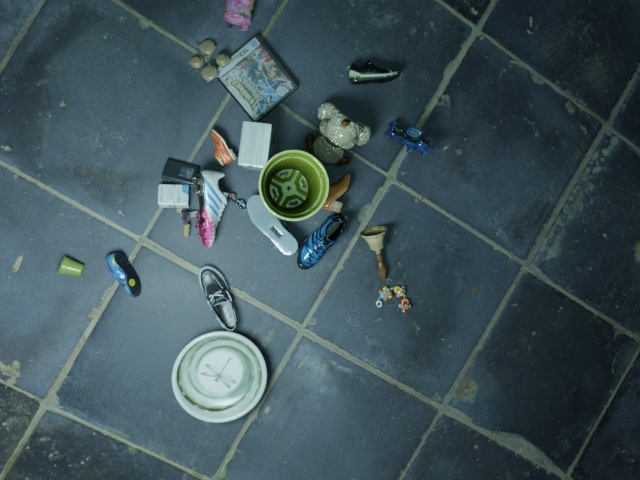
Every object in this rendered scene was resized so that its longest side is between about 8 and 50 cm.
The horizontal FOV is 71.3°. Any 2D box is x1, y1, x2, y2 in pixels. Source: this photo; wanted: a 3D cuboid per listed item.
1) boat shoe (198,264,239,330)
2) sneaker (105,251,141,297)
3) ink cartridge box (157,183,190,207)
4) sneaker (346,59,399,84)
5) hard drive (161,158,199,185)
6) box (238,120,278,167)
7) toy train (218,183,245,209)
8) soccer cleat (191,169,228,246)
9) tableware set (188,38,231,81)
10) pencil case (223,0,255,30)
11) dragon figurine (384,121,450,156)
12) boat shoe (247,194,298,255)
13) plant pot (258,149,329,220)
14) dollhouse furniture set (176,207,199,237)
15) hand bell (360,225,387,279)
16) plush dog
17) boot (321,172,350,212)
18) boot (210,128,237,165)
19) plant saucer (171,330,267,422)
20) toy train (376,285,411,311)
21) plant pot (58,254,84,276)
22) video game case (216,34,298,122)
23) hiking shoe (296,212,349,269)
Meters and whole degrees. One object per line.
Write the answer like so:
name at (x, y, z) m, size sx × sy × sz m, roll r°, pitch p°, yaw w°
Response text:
boat shoe at (-0.438, 0.249, 1.916) m, size 0.108 × 0.102 × 0.301 m, roll -21°, pitch 97°, yaw -7°
sneaker at (-0.831, 0.148, 1.875) m, size 0.082 × 0.069 × 0.209 m, roll -16°, pitch 108°, yaw 25°
ink cartridge box at (-0.615, -0.186, 1.874) m, size 0.122 × 0.052 × 0.089 m, roll 1°, pitch 76°, yaw -10°
sneaker at (0.233, -0.748, 1.960) m, size 0.234 × 0.084 × 0.097 m, roll -7°, pitch 94°, yaw -8°
hard drive at (-0.587, -0.286, 1.874) m, size 0.135 × 0.022 × 0.094 m, roll 14°, pitch 61°, yaw -10°
box at (-0.256, -0.386, 1.853) m, size 0.118 × 0.181 × 0.182 m, roll 8°, pitch 94°, yaw 3°
toy train at (-0.386, -0.190, 1.933) m, size 0.158 × 0.027 × 0.036 m, roll 38°, pitch 77°, yaw -9°
soccer cleat at (-0.446, -0.132, 1.871) m, size 0.143 × 0.116 × 0.332 m, roll -13°, pitch 115°, yaw -33°
tableware set at (-0.466, -0.751, 1.864) m, size 0.168 × 0.020 × 0.141 m, roll 43°, pitch 86°, yaw 10°
pencil case at (-0.317, -1.030, 1.841) m, size 0.124 × 0.124 × 0.284 m, roll 12°, pitch 93°, yaw -9°
dragon figurine at (0.411, -0.440, 1.952) m, size 0.144 × 0.289 × 0.085 m, roll 27°, pitch 92°, yaw -48°
boat shoe at (-0.200, -0.065, 1.929) m, size 0.113 × 0.105 × 0.306 m, roll -44°, pitch 89°, yaw 0°
plant pot at (-0.121, -0.221, 1.857) m, size 0.275 × 0.254 × 0.276 m, roll 0°, pitch 93°, yaw -9°
dollhouse furniture set at (-0.565, -0.080, 1.921) m, size 0.081 × 0.091 × 0.114 m, roll -15°, pitch 126°, yaw -47°
hand bell at (0.264, 0.069, 2.027) m, size 0.126 × 0.126 × 0.242 m, roll -16°, pitch 108°, yaw -7°
plush dog at (0.065, -0.433, 1.920) m, size 0.262 × 0.211 × 0.225 m, roll 30°, pitch 115°, yaw -8°
boot at (0.043, -0.230, 1.977) m, size 0.152 × 0.073 × 0.197 m, roll 18°, pitch 77°, yaw 3°
boot at (-0.432, -0.394, 1.897) m, size 0.084 × 0.059 × 0.158 m, roll -33°, pitch 99°, yaw 0°
plant saucer at (-0.434, 0.579, 1.942) m, size 0.400 × 0.100 × 0.401 m, roll -1°, pitch 95°, yaw -9°
toy train at (0.346, 0.272, 2.069) m, size 0.166 × 0.046 × 0.125 m, roll 5°, pitch 93°, yaw -10°
plant pot at (-1.019, 0.112, 1.834) m, size 0.079 × 0.083 × 0.083 m, roll 20°, pitch 91°, yaw -21°
video game case at (-0.276, -0.687, 1.909) m, size 0.248 × 0.035 × 0.275 m, roll -41°, pitch 99°, yaw -4°
hiking shoe at (0.000, 0.000, 1.952) m, size 0.113 × 0.132 × 0.304 m, roll 37°, pitch 88°, yaw -9°
